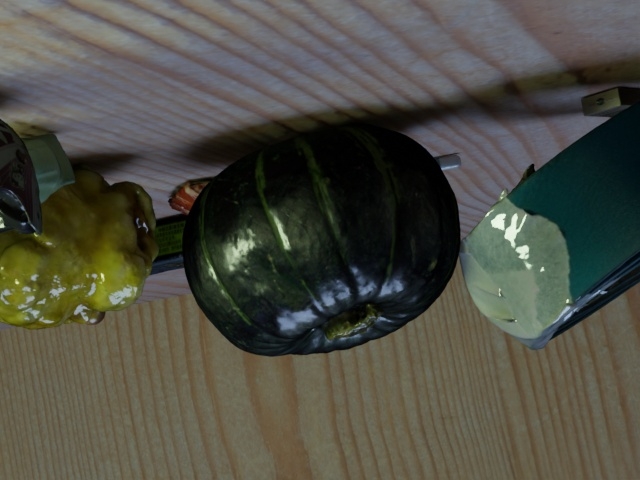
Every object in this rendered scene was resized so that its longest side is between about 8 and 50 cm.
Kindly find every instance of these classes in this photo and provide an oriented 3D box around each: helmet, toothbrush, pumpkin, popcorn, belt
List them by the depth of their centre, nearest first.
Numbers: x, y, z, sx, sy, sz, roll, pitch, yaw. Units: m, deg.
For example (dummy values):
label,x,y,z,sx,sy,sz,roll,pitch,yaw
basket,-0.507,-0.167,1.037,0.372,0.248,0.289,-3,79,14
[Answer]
label,x,y,z,sx,sy,sz,roll,pitch,yaw
helmet,-0.311,-0.062,1.097,0.153,0.107,0.177,-7,158,37
popcorn,-0.276,0.019,1.465,0.203,0.200,0.226,19,155,15
pumpkin,0.000,0.000,1.541,0.323,0.241,0.323,-13,166,-3
belt,0.353,-0.034,1.550,0.436,0.173,0.300,-23,161,-31
toothbrush,0.063,-0.089,1.903,0.276,0.019,0.025,-11,167,9

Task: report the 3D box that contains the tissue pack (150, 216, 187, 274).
label,x,y,z,sx,sy,sz,roll,pitch,yaw
tissue pack,-0.239,0.012,2.106,0.235,0.073,0.173,-11,175,18

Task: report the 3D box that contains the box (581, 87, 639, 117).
label,x,y,z,sx,sy,sz,roll,pitch,yaw
box,0.360,-0.166,1.618,0.053,0.024,0.083,-15,171,43

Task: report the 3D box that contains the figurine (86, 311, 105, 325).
label,x,y,z,sx,sy,sz,roll,pitch,yaw
figurine,-0.356,0.018,1.793,0.194,0.133,0.274,23,141,-11

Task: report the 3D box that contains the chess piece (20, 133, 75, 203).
label,x,y,z,sx,sy,sz,roll,pitch,yaw
chess piece,-0.381,-0.015,1.279,0.298,0.175,0.176,-25,168,29

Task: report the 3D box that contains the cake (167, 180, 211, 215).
label,x,y,z,sx,sy,sz,roll,pitch,yaw
cake,-0.052,-0.065,1.798,0.262,0.159,0.158,27,167,-10
